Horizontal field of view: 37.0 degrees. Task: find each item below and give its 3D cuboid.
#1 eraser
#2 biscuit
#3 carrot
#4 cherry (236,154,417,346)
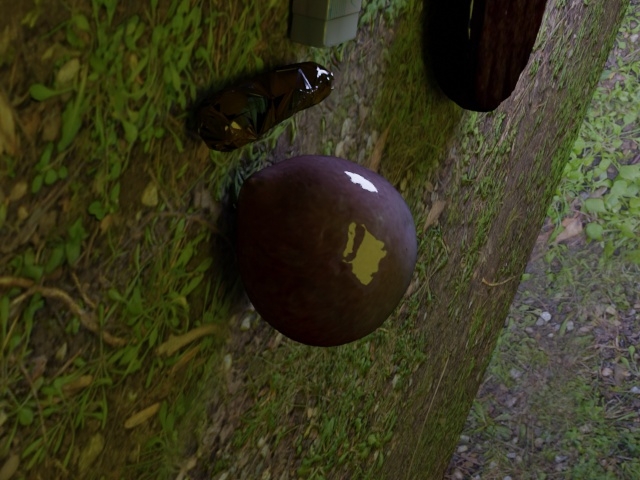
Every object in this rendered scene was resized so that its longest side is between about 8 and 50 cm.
[{"bbox_3d":[0.017,-0.344,1.109,0.095,0.052,0.225,-35,138,-56],"label":"eraser"},{"bbox_3d":[0.291,-0.420,1.607,0.407,0.091,0.407,-43,143,-44],"label":"biscuit"},{"bbox_3d":[-0.059,-0.156,1.072,0.229,0.069,0.068,-38,140,-54],"label":"carrot"},{"bbox_3d":[0.008,0.007,1.159,0.239,0.206,0.239,-47,157,-27],"label":"cherry"}]
